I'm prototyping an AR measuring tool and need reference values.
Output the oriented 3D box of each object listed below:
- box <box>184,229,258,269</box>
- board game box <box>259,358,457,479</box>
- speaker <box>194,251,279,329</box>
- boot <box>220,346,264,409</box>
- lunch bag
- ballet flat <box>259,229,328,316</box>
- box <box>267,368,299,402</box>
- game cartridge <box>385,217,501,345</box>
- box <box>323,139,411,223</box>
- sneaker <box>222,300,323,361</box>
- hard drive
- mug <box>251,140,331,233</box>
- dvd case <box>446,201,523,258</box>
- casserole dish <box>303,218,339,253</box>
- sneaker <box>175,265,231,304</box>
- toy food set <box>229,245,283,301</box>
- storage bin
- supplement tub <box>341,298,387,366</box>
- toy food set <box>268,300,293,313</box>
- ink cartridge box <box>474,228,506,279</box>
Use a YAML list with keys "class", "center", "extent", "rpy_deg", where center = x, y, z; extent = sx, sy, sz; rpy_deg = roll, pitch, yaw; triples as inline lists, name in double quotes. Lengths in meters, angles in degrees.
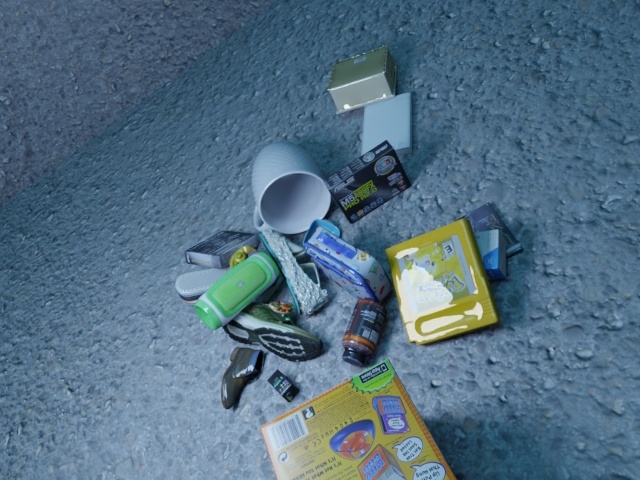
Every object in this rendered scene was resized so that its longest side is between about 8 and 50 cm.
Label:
- class: "box"
  center: [-0.381, 0.032, 2.235]
  extent: [0.182, 0.056, 0.231]
  rpy_deg: [7, 26, 32]
- class: "board game box"
  center: [0.122, 0.584, 1.381]
  extent: [0.356, 0.356, 0.356]
  rpy_deg: [-27, 45, -2]
- class: "speaker"
  center: [-0.280, 0.166, 1.947]
  extent: [0.131, 0.131, 0.296]
  rpy_deg: [23, 52, 39]
- class: "boot"
  center: [-0.260, 0.454, 1.918]
  extent: [0.106, 0.082, 0.219]
  rpy_deg: [-10, 51, 27]
- class: "lunch bag"
  center: [0.082, 0.082, 1.889]
  extent: [0.303, 0.243, 0.115]
  rpy_deg: [29, 74, 40]
- class: "ballet flat"
  center: [-0.089, 0.100, 2.062]
  extent: [0.147, 0.147, 0.409]
  rpy_deg: [-34, 53, 3]
- class: "box"
  center: [-0.119, 0.465, 1.842]
  extent: [0.052, 0.062, 0.083]
  rpy_deg: [-46, 48, -10]
- class: "game cartridge"
  center: [0.359, 0.131, 1.735]
  extent: [0.285, 0.052, 0.324]
  rpy_deg: [-24, 66, 28]
- class: "box"
  center: [0.172, -0.205, 2.068]
  extent: [0.270, 0.216, 0.060]
  rpy_deg: [-32, 48, 4]
- class: "sneaker"
  center: [-0.153, 0.273, 1.964]
  extent: [0.410, 0.158, 0.182]
  rpy_deg: [14, 47, 31]
- class: "hard drive"
  center: [0.269, -0.456, 2.318]
  extent: [0.202, 0.040, 0.308]
  rpy_deg: [-10, 52, 23]
- class: "mug"
  center: [-0.156, -0.195, 2.240]
  extent: [0.374, 0.276, 0.328]
  rpy_deg: [-55, 33, 25]
- class: "dvd case"
  center: [0.524, -0.010, 1.860]
  extent: [0.164, 0.018, 0.221]
  rpy_deg: [-29, 48, 8]
- class: "casserole dish"
  center: [0.000, 0.000, 2.090]
  extent: [0.114, 0.037, 0.188]
  rpy_deg: [25, 48, -1]
- class: "sneaker"
  center: [-0.376, 0.169, 2.178]
  extent: [0.320, 0.128, 0.126]
  rpy_deg: [-6, 55, -5]
- class: "toy food set"
  center: [-0.238, 0.105, 2.102]
  extent: [0.218, 0.071, 0.128]
  rpy_deg: [41, 70, 12]
- class: "storage bin"
  center: [0.181, -0.696, 2.465]
  extent: [0.262, 0.123, 0.261]
  rpy_deg: [-12, 41, 22]
- class: "supplement tub"
  center: [0.131, 0.290, 1.801]
  extent: [0.106, 0.106, 0.198]
  rpy_deg: [7, 61, 33]
- class: "toy food set"
  center: [-0.132, 0.224, 1.946]
  extent: [0.083, 0.082, 0.020]
  rpy_deg: [15, 104, 6]
- class: "ink cartridge box"
  center: [0.452, 0.055, 1.789]
  extent: [0.230, 0.078, 0.134]
  rpy_deg: [-10, 58, 33]
